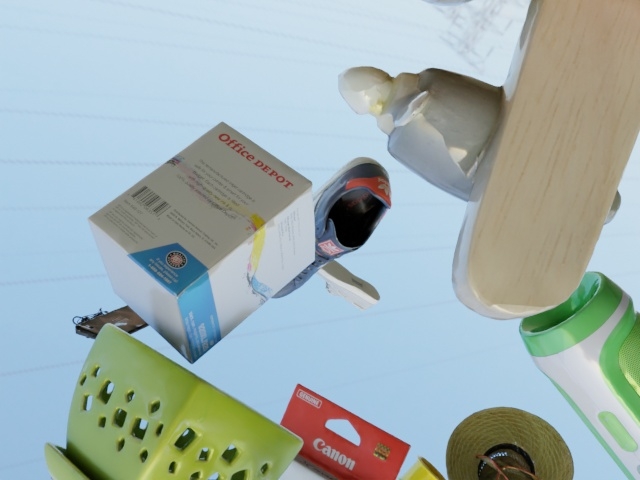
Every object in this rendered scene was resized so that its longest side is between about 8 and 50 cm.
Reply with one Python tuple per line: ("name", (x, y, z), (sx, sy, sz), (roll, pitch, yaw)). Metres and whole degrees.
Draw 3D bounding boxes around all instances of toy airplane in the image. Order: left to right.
("toy airplane", (0.160, -0.195, 0.485), (0.386, 0.272, 0.384), (-26, -77, -34))

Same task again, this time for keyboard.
("keyboard", (-0.366, 0.154, 1.479), (0.100, 0.038, 0.192), (19, -169, 14))

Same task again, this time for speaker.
("speaker", (0.346, 0.179, 0.900), (0.296, 0.131, 0.131), (51, -152, -8))

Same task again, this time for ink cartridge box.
("ink cartridge box", (-0.143, 0.000, 1.082), (0.171, 0.168, 0.233), (37, -118, 25))
("ink cartridge box", (-0.004, 0.411, 1.469), (0.275, 0.239, 0.060), (22, 179, 36))

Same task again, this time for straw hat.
("straw hat", (0.200, 0.258, 0.906), (0.144, 0.061, 0.144), (-2, -134, 3))

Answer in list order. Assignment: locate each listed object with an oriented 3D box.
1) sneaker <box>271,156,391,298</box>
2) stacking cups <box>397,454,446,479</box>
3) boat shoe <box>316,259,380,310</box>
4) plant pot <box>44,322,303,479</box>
("sneaker", (0.000, 0.000, 1.566), (0.131, 0.350, 0.148), (32, -160, -26))
("stacking cups", (0.132, 0.599, 1.779), (0.096, 0.316, 0.096), (44, -176, -4))
("boat shoe", (0.045, 0.097, 1.822), (0.184, 0.063, 0.066), (29, -149, -30))
("plant pot", (-0.201, 0.267, 1.069), (0.228, 0.207, 0.227), (20, 165, 45))
